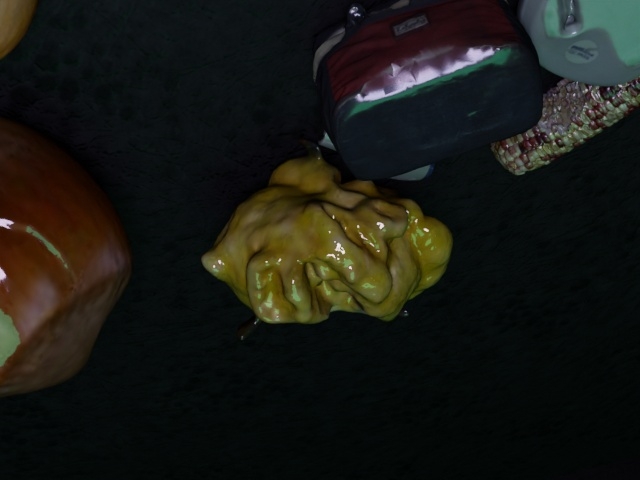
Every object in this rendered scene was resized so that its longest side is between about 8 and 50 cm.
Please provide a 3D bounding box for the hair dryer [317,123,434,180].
[{"bbox_3d":[0.086,-0.168,1.190,0.167,0.067,0.199,3,130,-10],"label":"hair dryer"}]

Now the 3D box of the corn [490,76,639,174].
[{"bbox_3d":[0.347,-0.183,1.201,0.098,0.098,0.290,25,133,-39],"label":"corn"}]

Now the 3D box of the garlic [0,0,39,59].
[{"bbox_3d":[-0.344,-0.279,0.875,0.115,0.128,0.207,32,138,15],"label":"garlic"}]

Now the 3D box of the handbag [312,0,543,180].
[{"bbox_3d":[0.116,-0.199,1.041,0.254,0.181,0.181,-20,139,10],"label":"handbag"}]

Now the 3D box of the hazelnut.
[{"bbox_3d":[-0.419,0.022,1.097,0.372,0.315,0.372,-3,112,-8],"label":"hazelnut"}]

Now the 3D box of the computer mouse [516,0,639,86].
[{"bbox_3d":[0.355,-0.327,1.018,0.197,0.095,0.331,17,125,-14],"label":"computer mouse"}]

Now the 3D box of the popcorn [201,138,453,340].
[{"bbox_3d":[0.000,0.000,1.231,0.315,0.297,0.281,-21,113,-44],"label":"popcorn"}]
